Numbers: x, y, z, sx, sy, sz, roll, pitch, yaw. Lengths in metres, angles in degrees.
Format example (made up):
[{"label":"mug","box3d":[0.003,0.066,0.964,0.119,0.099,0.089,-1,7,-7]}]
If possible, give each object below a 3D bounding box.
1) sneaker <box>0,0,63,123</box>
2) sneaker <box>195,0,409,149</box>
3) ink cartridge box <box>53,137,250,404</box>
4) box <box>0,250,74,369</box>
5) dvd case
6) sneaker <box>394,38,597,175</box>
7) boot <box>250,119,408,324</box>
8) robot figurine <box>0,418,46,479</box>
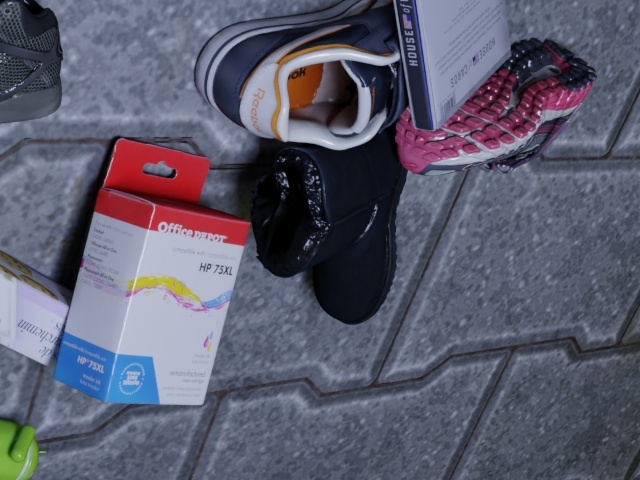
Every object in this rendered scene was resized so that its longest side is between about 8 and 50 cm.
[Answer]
[{"label":"sneaker","box3d":[-0.297,-0.145,1.056,0.227,0.087,0.130,-17,132,-36]},{"label":"sneaker","box3d":[0.048,-0.166,1.323,0.321,0.127,0.126,-23,136,-28]},{"label":"ink cartridge box","box3d":[-0.150,0.032,1.292,0.134,0.078,0.231,9,97,-52]},{"label":"box","box3d":[-0.292,0.049,1.249,0.063,0.067,0.324,-48,141,3]},{"label":"dvd case","box3d":[0.120,-0.246,1.283,0.179,0.029,0.239,-44,133,-46]},{"label":"sneaker","box3d":[0.188,-0.118,1.470,0.299,0.121,0.112,-23,144,-44]},{"label":"boot","box3d":[0.000,0.000,1.404,0.207,0.094,0.247,-28,137,-53]},{"label":"robot figurine","box3d":[-0.325,0.207,1.358,0.101,0.067,0.115,-29,149,25]}]
